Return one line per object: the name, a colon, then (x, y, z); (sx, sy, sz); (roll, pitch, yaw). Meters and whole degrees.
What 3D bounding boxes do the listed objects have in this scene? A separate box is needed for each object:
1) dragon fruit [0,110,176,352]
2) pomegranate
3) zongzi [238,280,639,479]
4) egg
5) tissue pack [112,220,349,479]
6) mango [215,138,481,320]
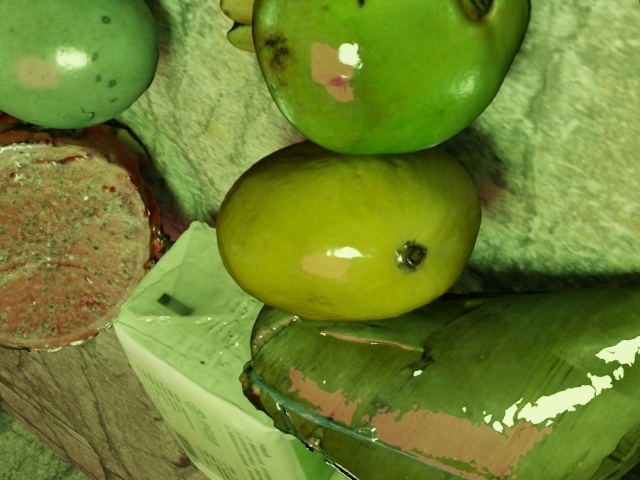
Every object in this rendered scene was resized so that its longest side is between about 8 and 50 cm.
dragon fruit: (-0.346, -0.058, 1.435); (0.314, 0.296, 0.263); (54, -174, -29)
pomegranate: (0.014, -0.159, 0.859); (0.241, 0.159, 0.190); (37, 152, 17)
zongzi: (0.128, 0.080, 1.007); (0.356, 0.174, 0.393); (32, 128, 10)
egg: (-0.258, -0.195, 1.162); (0.236, 0.169, 0.169); (23, 148, 36)
tissue pack: (-0.060, 0.179, 1.417); (0.266, 0.194, 0.356); (29, 155, 26)
mango: (0.007, -0.016, 1.002); (0.331, 0.195, 0.142); (8, 118, 64)
